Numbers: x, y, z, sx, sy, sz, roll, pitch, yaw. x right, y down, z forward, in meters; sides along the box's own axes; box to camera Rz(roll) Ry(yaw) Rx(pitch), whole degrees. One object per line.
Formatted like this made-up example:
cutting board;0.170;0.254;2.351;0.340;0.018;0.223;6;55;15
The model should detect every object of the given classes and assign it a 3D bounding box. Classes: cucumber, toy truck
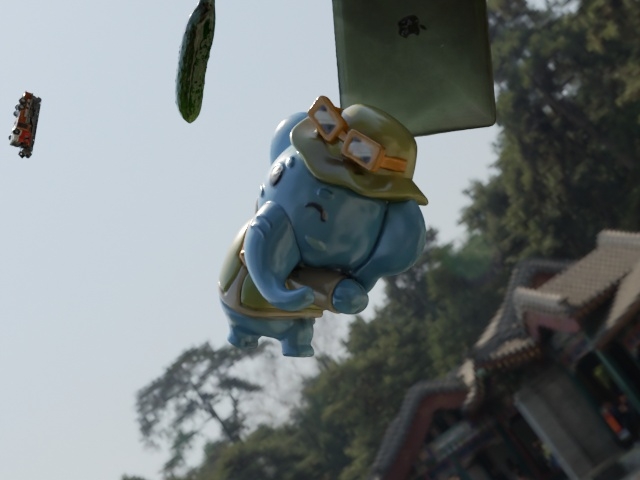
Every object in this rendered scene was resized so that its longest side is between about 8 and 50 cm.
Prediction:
cucumber;-0.142;-0.209;1.162;0.037;0.037;0.155;-4;-73;-61
toy truck;-0.356;-0.139;1.253;0.032;0.083;0.024;20;-31;-30

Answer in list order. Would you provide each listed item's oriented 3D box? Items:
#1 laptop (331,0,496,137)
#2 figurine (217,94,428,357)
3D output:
laptop;0.108;-0.256;1.248;0.187;0.269;0.015;-6;-7;16
figurine;0.001;0.000;0.960;0.153;0.180;0.262;15;-79;-25
